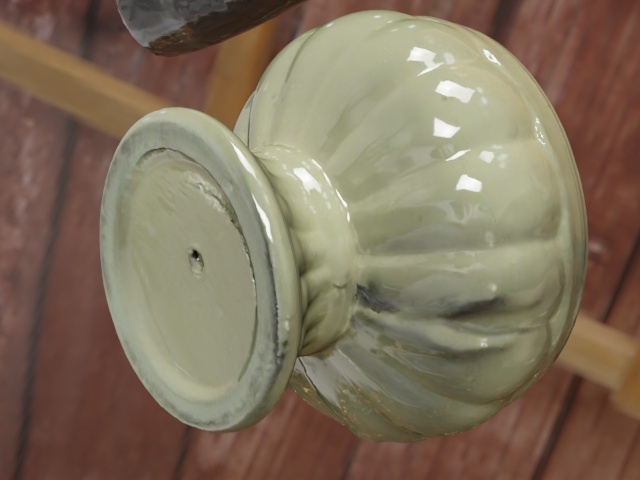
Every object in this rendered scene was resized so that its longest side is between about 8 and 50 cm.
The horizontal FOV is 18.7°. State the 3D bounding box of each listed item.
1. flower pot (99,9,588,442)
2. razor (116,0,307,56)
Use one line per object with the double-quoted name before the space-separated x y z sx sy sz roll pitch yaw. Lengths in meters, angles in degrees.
"flower pot" 0.000 0.000 1.315 0.244 0.307 0.307 -11 -47 -37
"razor" -0.005 -0.252 1.501 0.349 0.113 0.204 -23 14 44
